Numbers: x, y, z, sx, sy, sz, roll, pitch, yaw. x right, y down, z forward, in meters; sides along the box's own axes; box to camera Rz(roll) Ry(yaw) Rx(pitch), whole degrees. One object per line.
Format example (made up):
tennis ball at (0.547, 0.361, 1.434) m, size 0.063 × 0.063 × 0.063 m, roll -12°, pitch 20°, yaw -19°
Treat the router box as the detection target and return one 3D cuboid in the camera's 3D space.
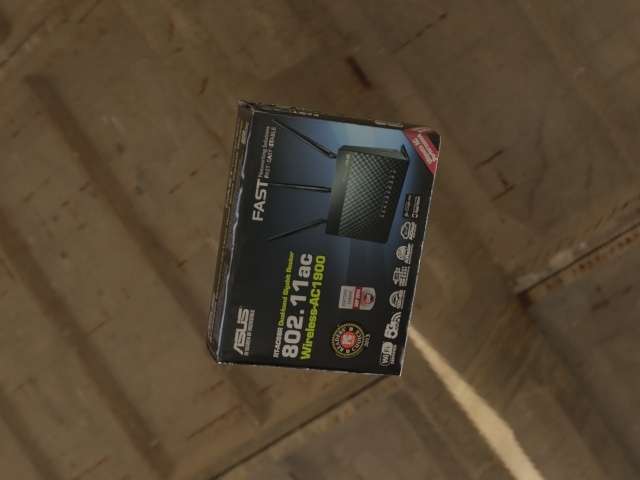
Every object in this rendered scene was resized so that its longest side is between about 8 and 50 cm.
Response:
router box at (0.000, 0.000, 0.574) m, size 0.092 × 0.038 × 0.122 m, roll 5°, pitch -80°, yaw -16°
